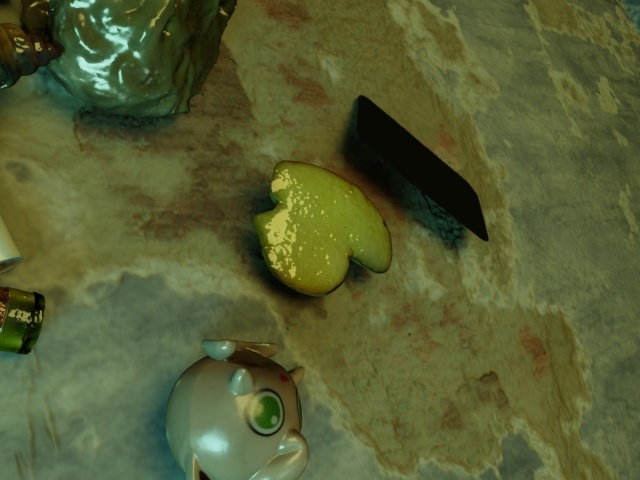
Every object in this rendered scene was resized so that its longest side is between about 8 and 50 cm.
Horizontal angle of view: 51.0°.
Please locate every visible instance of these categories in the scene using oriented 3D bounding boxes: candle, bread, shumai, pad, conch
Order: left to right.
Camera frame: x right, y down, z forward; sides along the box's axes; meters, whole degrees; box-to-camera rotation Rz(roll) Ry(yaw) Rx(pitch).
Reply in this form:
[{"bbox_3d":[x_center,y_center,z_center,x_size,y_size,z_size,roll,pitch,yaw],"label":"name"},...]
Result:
[{"bbox_3d":[-0.334,-0.135,0.549,0.232,0.080,0.086,-34,66,-24],"label":"conch"},{"bbox_3d":[-0.279,0.051,0.502,0.130,0.052,0.052,19,55,-33],"label":"candle"},{"bbox_3d":[-0.145,-0.313,0.660,0.217,0.283,0.346,27,49,-25],"label":"shumai"},{"bbox_3d":[0.000,0.000,0.768,0.187,0.065,0.149,24,63,-32],"label":"bread"},{"bbox_3d":[0.123,-0.044,0.896,0.250,0.055,0.323,37,48,-19],"label":"pad"}]

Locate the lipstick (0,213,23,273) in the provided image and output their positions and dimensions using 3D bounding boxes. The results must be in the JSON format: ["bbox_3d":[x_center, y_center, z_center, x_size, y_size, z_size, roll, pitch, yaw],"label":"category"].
[{"bbox_3d":[-0.290,-0.034,0.549,0.038,0.038,0.131,-24,83,-45],"label":"lipstick"}]

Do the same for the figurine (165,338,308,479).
[{"bbox_3d":[-0.069,0.152,0.573,0.125,0.125,0.138,9,72,-37],"label":"figurine"}]
